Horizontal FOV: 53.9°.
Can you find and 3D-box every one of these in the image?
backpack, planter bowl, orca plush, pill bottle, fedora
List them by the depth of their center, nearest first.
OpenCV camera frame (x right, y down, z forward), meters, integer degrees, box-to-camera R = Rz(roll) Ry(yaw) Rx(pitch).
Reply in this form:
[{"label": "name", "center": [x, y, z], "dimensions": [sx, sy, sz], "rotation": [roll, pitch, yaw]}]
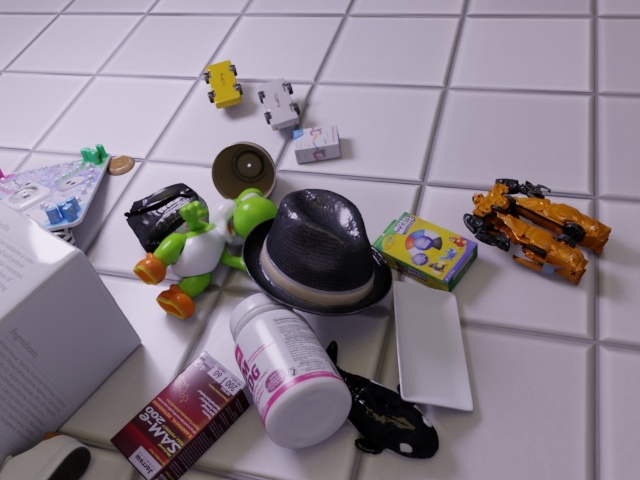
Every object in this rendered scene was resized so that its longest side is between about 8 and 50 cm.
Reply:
[{"label": "orca plush", "center": [0.096, 0.281, 1.159], "dimensions": [0.151, 0.102, 0.287], "rotation": [-29, 49, -15]}, {"label": "pill bottle", "center": [-0.069, 0.233, 1.186], "dimensions": [0.160, 0.160, 0.283], "rotation": [-24, 39, -11]}, {"label": "fedora", "center": [0.000, 0.000, 1.287], "dimensions": [0.333, 0.153, 0.334], "rotation": [6, 36, -4]}, {"label": "backpack", "center": [-0.364, -0.053, 1.536], "dimensions": [0.182, 0.115, 0.152], "rotation": [-38, 68, -5]}, {"label": "planter bowl", "center": [-0.188, -0.183, 1.610], "dimensions": [0.162, 0.162, 0.109], "rotation": [-6, 22, 6]}]

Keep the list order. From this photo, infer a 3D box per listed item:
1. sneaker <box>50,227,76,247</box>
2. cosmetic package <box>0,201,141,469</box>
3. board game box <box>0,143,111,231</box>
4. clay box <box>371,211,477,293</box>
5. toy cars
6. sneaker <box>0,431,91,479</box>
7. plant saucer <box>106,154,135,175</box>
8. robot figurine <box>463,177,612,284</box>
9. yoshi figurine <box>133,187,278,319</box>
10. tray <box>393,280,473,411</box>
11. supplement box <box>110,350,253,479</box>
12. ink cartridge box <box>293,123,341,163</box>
[{"label": "sneaker", "center": [-0.748, 0.024, 1.578], "dimensions": [0.281, 0.107, 0.162], "rotation": [-18, 34, -7]}, {"label": "cosmetic package", "center": [-0.646, 0.187, 1.240], "dimensions": [0.329, 0.328, 0.394], "rotation": [25, 58, 29]}, {"label": "board game box", "center": [-0.785, -0.123, 1.667], "dimensions": [0.389, 0.050, 0.390], "rotation": [-12, 34, 3]}, {"label": "clay box", "center": [0.221, 0.019, 1.402], "dimensions": [0.222, 0.053, 0.127], "rotation": [27, 60, 30]}, {"label": "toy cars", "center": [-0.201, -0.415, 1.859], "dimensions": [0.393, 0.087, 0.176], "rotation": [25, 63, 25]}, {"label": "sneaker", "center": [-0.557, 0.471, 1.129], "dimensions": [0.123, 0.106, 0.290], "rotation": [15, 43, 29]}, {"label": "plant saucer", "center": [-0.573, -0.219, 1.799], "dimensions": [0.083, 0.015, 0.083], "rotation": [-6, 47, 6]}, {"label": "robot figurine", "center": [0.459, -0.027, 1.375], "dimensions": [0.291, 0.085, 0.211], "rotation": [30, 60, 31]}, {"label": "yoshi figurine", "center": [-0.227, 0.003, 1.428], "dimensions": [0.203, 0.204, 0.362], "rotation": [35, 59, 17]}, {"label": "tray", "center": [0.211, 0.205, 1.229], "dimensions": [0.145, 0.030, 0.270], "rotation": [12, 47, -12]}, {"label": "supplement box", "center": [-0.259, 0.341, 1.197], "dimensions": [0.130, 0.073, 0.239], "rotation": [30, 61, 31]}, {"label": "ink cartridge box", "center": [-0.008, -0.261, 1.700], "dimensions": [0.122, 0.052, 0.089], "rotation": [-8, 47, 3]}]
